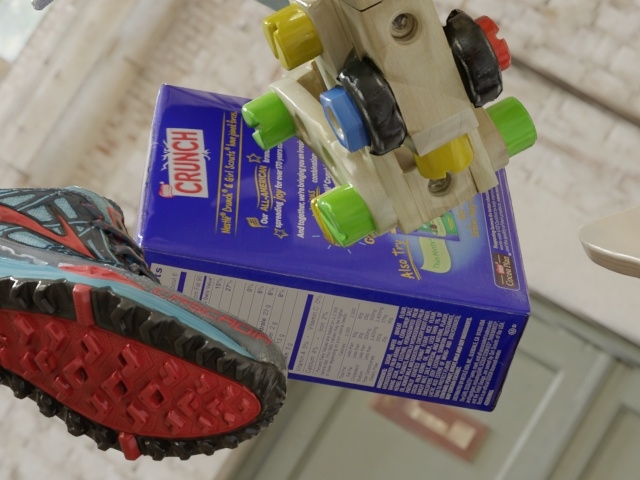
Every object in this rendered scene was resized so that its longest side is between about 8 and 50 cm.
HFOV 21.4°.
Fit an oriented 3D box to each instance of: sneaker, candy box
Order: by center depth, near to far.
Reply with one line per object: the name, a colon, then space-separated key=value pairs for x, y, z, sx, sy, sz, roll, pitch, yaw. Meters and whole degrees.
sneaker: x=-0.122 y=0.017 z=0.855 sx=0.261 sy=0.125 sz=0.104 roll=18 pitch=-46 yaw=22
candy box: x=0.000 y=0.000 z=1.442 sx=0.317 sy=0.122 sz=0.268 roll=11 pitch=34 yaw=-7

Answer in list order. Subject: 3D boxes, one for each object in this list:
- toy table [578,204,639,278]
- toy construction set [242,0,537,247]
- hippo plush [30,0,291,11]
toy table: x=0.339 y=0.015 z=1.326 sx=0.274 sy=0.252 sz=0.161 roll=74 pitch=7 yaw=-47
toy construction set: x=-0.006 y=-0.131 z=0.861 sx=0.328 sy=0.151 sz=0.215 roll=50 pitch=-2 yaw=-27
hippo plush: x=-0.076 y=-0.317 z=1.437 sx=0.294 sy=0.234 sz=0.236 roll=-2 pitch=4 yaw=-24
